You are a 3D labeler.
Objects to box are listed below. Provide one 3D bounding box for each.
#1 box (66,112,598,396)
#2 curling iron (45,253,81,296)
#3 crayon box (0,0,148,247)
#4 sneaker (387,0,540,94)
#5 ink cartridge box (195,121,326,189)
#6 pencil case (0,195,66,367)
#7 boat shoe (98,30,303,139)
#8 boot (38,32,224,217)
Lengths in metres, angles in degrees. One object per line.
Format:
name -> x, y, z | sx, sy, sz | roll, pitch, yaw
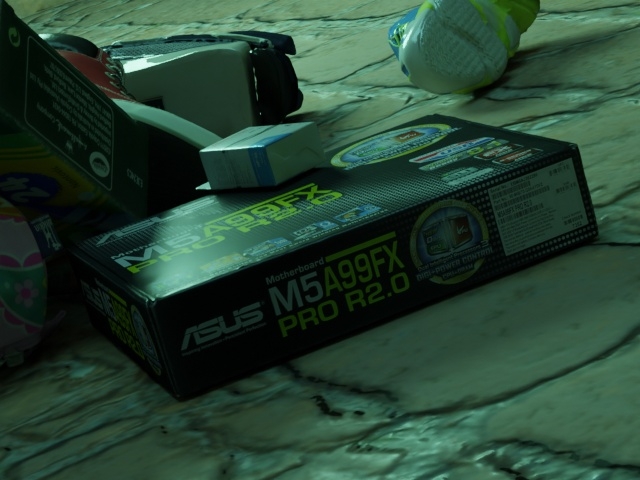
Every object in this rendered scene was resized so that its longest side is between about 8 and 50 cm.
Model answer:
box -> 0.000, 0.000, 1.162 | 0.270, 0.060, 0.216 | -20, 15, -15
curling iron -> -0.163, 0.014, 1.344 | 0.274, 0.035, 0.068 | -18, 14, -6
crayon box -> -0.303, -0.047, 1.280 | 0.323, 0.083, 0.203 | -11, -25, 20
sneaker -> 0.105, -0.166, 1.674 | 0.126, 0.091, 0.240 | -29, 5, 35
ink cartridge box -> -0.043, -0.054, 1.237 | 0.048, 0.028, 0.083 | -28, 17, -39
pencil case -> -0.282, 0.065, 1.131 | 0.124, 0.124, 0.284 | -4, 18, 41
boat shoe -> -0.175, -0.118, 1.731 | 0.341, 0.127, 0.158 | -3, 11, 18
boot -> -0.143, -0.091, 1.448 | 0.244, 0.088, 0.176 | 19, 26, 9
